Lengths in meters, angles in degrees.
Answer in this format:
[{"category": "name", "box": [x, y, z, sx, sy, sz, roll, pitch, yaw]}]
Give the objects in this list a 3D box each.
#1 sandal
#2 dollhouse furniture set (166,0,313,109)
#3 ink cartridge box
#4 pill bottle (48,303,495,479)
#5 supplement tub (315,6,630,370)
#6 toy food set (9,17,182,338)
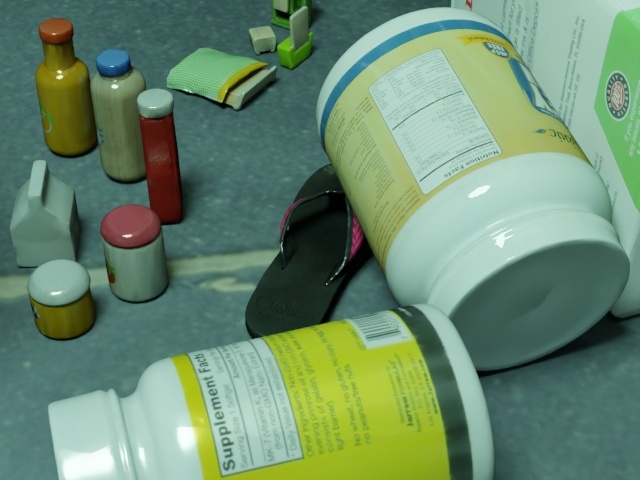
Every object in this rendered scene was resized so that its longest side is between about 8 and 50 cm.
[{"category": "sandal", "box": [0.000, 0.000, 0.796, 0.067, 0.040, 0.179, 12, 42, 13]}, {"category": "dollhouse furniture set", "box": [-0.057, -0.174, 0.984, 0.076, 0.059, 0.152, 23, 45, 24]}, {"category": "ink cartridge box", "box": [0.195, -0.115, 0.810, 0.114, 0.198, 0.273, -13, 43, -15]}, {"category": "pill bottle", "box": [-0.027, 0.109, 0.610, 0.208, 0.119, 0.119, -11, 42, -12]}, {"category": "supplement tub", "box": [0.092, -0.034, 0.746, 0.144, 0.144, 0.200, -13, 53, -15]}, {"category": "toy food set", "box": [-0.153, -0.051, 0.805, 0.111, 0.104, 0.232, -2, 41, -3]}]
